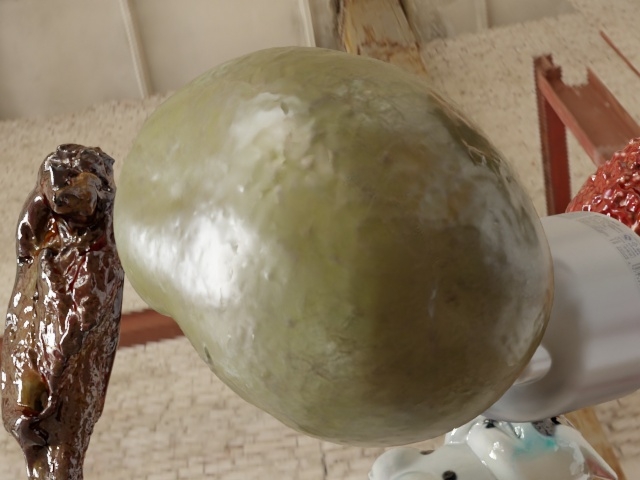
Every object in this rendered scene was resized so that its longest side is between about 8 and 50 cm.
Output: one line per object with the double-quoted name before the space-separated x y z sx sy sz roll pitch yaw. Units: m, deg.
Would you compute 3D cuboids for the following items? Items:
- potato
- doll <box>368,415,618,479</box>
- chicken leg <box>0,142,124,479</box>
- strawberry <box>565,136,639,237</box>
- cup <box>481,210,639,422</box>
"potato" 0.000 0.000 0.607 0.177 0.235 0.160 -64 -29 -9
"doll" 0.126 0.188 0.958 0.181 0.110 0.107 -30 -70 -3
"chicken leg" -0.216 0.120 1.052 0.096 0.158 0.406 6 -97 -26
"strawberry" 0.290 -0.045 1.183 0.087 0.208 0.167 31 -26 -3
"cup" 0.125 0.038 0.825 0.142 0.173 0.134 -8 -36 -40
